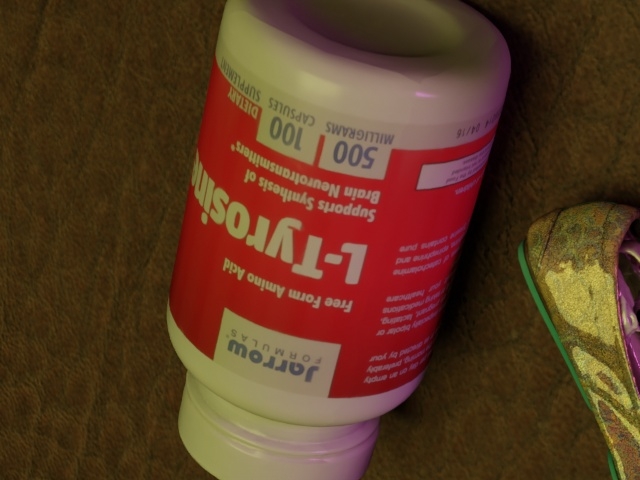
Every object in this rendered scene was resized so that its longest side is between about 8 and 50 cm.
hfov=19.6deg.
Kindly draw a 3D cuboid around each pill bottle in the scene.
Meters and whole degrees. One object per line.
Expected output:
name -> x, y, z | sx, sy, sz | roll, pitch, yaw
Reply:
pill bottle -> 0.000, 0.000, 1.515 | 0.229, 0.229, 0.407 | 31, 124, 28

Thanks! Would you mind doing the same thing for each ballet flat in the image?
ballet flat -> 0.263, 0.132, 1.427 | 0.123, 0.123, 0.348 | -20, 93, 43
